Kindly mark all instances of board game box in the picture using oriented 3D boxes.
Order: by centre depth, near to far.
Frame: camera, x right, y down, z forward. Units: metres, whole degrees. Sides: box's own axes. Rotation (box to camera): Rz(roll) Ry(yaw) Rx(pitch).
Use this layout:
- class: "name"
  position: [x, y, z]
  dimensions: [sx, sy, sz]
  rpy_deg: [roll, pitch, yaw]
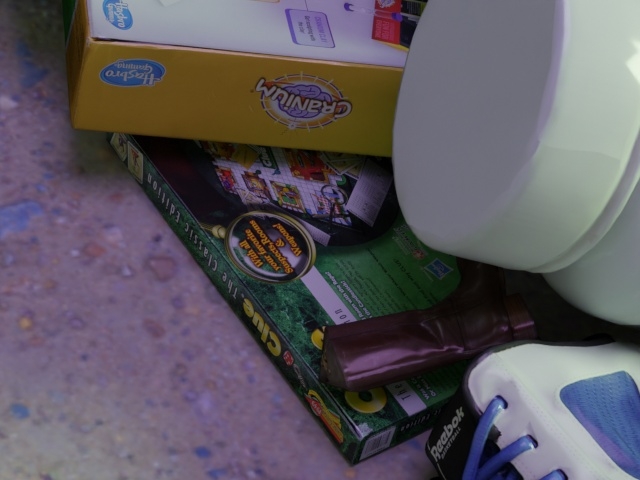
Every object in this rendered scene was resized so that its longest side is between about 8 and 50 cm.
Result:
- class: "board game box"
  position: [0.000, 0.000, 1.016]
  dimensions: [0.136, 0.030, 0.260]
  rpy_deg: [-20, 57, -31]
- class: "board game box"
  position: [0.003, -0.151, 1.091]
  dimensions: [0.316, 0.064, 0.242]
  rpy_deg: [5, 41, -14]

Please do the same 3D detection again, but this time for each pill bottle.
- class: "pill bottle"
  position: [0.234, -0.041, 0.946]
  dimensions: [0.361, 0.204, 0.204]
  rpy_deg: [12, 47, -23]

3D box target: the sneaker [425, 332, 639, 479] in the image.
- class: "sneaker"
  position: [0.127, 0.154, 0.866]
  dimensions: [0.182, 0.127, 0.315]
  rpy_deg: [19, 41, 7]

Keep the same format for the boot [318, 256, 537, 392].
- class: "boot"
  position: [0.047, 0.040, 0.953]
  dimensions: [0.114, 0.037, 0.106]
  rpy_deg: [-15, 26, -6]
